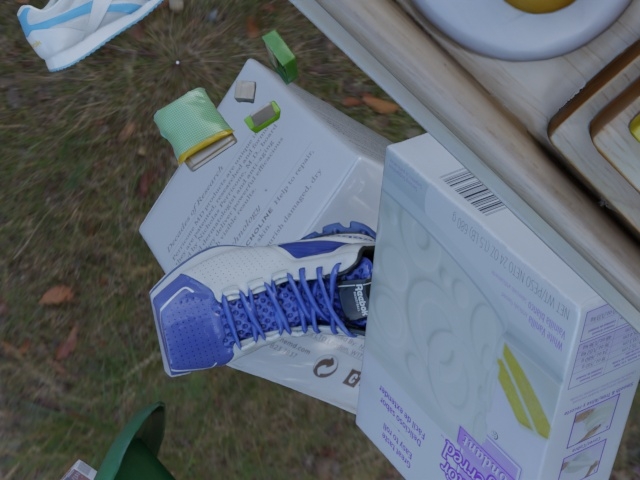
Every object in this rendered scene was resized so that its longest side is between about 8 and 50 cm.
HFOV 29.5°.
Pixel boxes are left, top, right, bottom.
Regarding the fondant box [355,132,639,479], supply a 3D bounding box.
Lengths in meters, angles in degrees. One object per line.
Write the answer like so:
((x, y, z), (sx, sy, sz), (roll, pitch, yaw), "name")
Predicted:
((0.144, 0.100, 1.033), (0.096, 0.238, 0.330), (-20, 134, -27), "fondant box")

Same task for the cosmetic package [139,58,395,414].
((0.000, 0.000, 1.754), (0.329, 0.393, 0.327), (27, 102, -34), "cosmetic package")

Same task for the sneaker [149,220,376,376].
((-0.024, 0.057, 1.361), (0.315, 0.182, 0.127), (-19, 102, -23), "sneaker")

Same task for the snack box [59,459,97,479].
((-0.317, 0.341, 1.475), (0.064, 0.022, 0.178), (37, 115, -12), "snack box")

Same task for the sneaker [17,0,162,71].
((-0.263, -0.306, 1.493), (0.229, 0.087, 0.092), (-39, 114, -13), "sneaker")

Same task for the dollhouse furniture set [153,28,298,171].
((-0.091, -0.138, 1.190), (0.152, 0.058, 0.076), (-34, 76, -3), "dollhouse furniture set")

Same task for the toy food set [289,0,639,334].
((0.111, -0.080, 0.304), (0.306, 0.092, 0.220), (42, 111, -15), "toy food set")

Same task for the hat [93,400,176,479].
((-0.022, 0.192, 0.482), (0.183, 0.173, 0.208), (20, 97, 2), "hat")
